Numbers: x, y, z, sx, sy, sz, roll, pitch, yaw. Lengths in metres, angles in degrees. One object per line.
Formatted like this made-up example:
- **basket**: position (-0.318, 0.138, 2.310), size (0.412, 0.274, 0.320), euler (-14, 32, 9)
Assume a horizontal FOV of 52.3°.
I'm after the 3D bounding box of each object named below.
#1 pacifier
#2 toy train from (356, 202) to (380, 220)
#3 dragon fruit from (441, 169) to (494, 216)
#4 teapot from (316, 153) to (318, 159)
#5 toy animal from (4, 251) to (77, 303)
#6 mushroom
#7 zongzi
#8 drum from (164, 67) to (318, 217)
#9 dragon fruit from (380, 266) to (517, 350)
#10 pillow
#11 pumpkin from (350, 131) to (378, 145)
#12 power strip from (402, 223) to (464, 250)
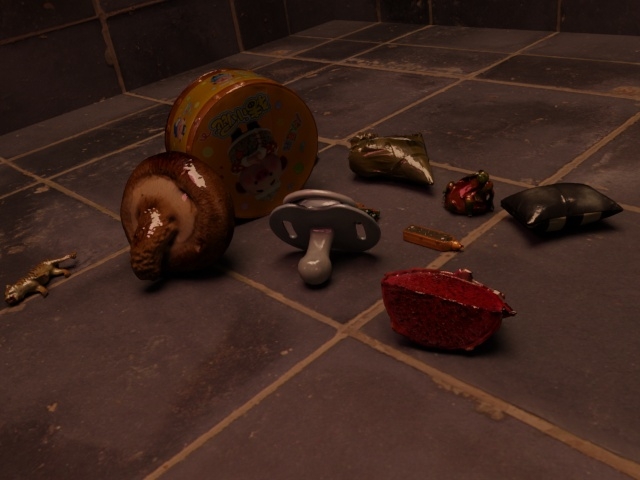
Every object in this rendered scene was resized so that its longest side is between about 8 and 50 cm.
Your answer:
- **pacifier**: position (0.000, 0.000, 1.604), size (0.287, 0.238, 0.225), euler (1, 60, 14)
- **toy train**: position (0.120, -0.078, 1.842), size (0.103, 0.044, 0.064), euler (12, 25, 34)
- **dragon fruit**: position (0.419, -0.132, 1.797), size (0.142, 0.175, 0.138), euler (28, 48, 4)
- **teapot**: position (-0.094, -0.295, 2.255), size (0.111, 0.149, 0.108), euler (-37, 32, 34)
- **toy animal**: position (-0.755, 0.093, 1.774), size (0.099, 0.056, 0.241), euler (1, 31, 19)
- **mushroom**: position (-0.380, -0.072, 1.718), size (0.345, 0.345, 0.239), euler (-7, -3, 5)
- **zongzi**: position (0.210, -0.226, 1.999), size (0.251, 0.125, 0.274), euler (-6, 35, 4)
- **drum**: position (-0.229, -0.290, 1.936), size (0.431, 0.431, 0.214), euler (-22, 34, -22)
- **dragon fruit**: position (0.262, 0.138, 1.347), size (0.274, 0.126, 0.161), euler (13, 25, 18)
- **pillow**: position (0.607, -0.089, 1.653), size (0.250, 0.106, 0.186), euler (-10, 22, -5)
- **pumpkin**: position (0.156, -0.353, 2.306), size (0.083, 0.054, 0.074), euler (13, 40, 26)
- **power strip**: position (0.288, -0.004, 1.674), size (0.178, 0.028, 0.049), euler (18, 39, 39)
